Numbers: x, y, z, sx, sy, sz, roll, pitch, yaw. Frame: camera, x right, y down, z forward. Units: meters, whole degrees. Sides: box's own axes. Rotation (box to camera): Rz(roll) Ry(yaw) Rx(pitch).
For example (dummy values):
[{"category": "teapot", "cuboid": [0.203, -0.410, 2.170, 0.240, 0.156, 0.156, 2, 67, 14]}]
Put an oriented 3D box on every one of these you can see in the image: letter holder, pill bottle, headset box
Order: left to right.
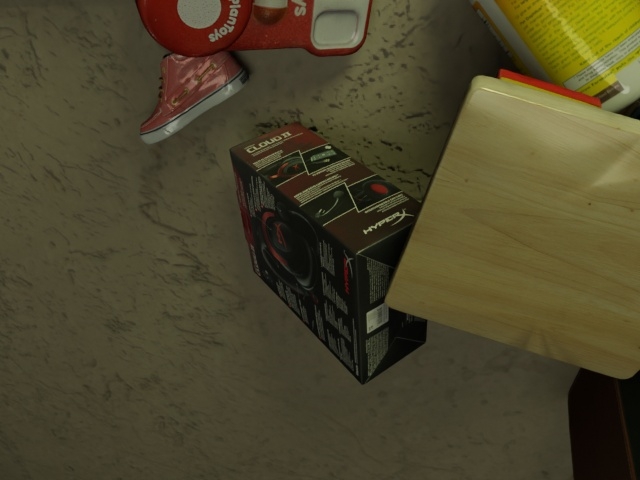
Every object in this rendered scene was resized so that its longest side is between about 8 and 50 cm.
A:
[{"category": "headset box", "cuboid": [0.000, 0.000, 0.740, 0.293, 0.110, 0.218, 40, 147, 41]}, {"category": "pill bottle", "cuboid": [0.218, -0.217, 0.538, 0.117, 0.117, 0.215, -35, 95, 37]}, {"category": "letter holder", "cuboid": [0.463, 0.308, 0.824, 0.152, 0.302, 0.214, 10, 133, 8]}]

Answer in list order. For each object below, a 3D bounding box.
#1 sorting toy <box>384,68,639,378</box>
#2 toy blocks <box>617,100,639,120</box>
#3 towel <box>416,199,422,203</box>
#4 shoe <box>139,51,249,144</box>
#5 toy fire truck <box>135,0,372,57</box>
[{"category": "sorting toy", "cuboid": [0.219, -0.013, 0.536, 0.257, 0.089, 0.255, 17, 133, 3]}, {"category": "toy blocks", "cuboid": [0.333, -0.037, 0.667, 0.381, 0.191, 0.261, 23, 121, -4]}, {"category": "towel", "cuboid": [0.126, -0.012, 0.829, 0.148, 0.027, 0.110, 18, 134, 0]}, {"category": "shoe", "cuboid": [-0.181, -0.194, 0.739, 0.178, 0.063, 0.081, -24, 119, 26]}, {"category": "toy fire truck", "cuboid": [-0.053, -0.314, 0.531, 0.253, 0.169, 0.302, -9, 135, -20]}]
